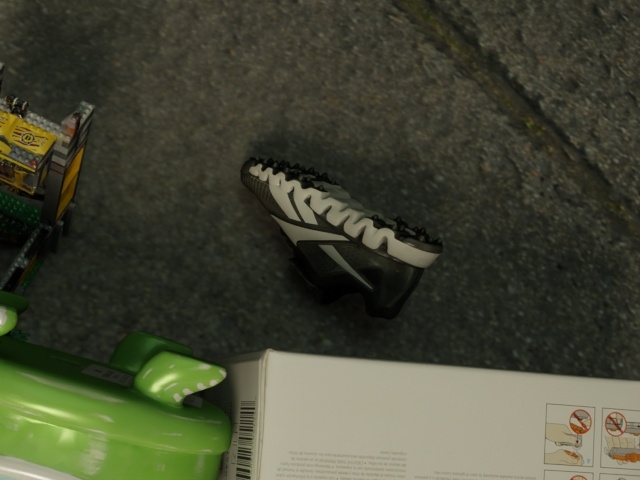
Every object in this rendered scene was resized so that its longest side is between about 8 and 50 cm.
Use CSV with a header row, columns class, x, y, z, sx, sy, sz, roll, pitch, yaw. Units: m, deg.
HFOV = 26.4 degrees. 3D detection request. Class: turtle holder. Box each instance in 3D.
class,x,y,z,sx,sy,sz,roll,pitch,yaw
turtle holder,-0.228,0.154,0.940,0.320,0.243,0.227,18,87,-33

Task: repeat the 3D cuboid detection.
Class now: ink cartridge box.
class,x,y,z,sx,sy,sz,roll,pitch,yaw
ink cartridge box,0.067,0.165,1.088,0.309,0.272,0.130,6,82,-15

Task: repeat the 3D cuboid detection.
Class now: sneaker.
class,x,y,z,sx,sy,sz,roll,pitch,yaw
sneaker,0.000,0.000,1.259,0.234,0.106,0.078,30,14,34

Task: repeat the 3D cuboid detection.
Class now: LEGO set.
class,x,y,z,sx,sy,sz,roll,pitch,yaw
LEGO set,-0.341,-0.057,1.104,0.331,0.192,0.255,31,49,6
